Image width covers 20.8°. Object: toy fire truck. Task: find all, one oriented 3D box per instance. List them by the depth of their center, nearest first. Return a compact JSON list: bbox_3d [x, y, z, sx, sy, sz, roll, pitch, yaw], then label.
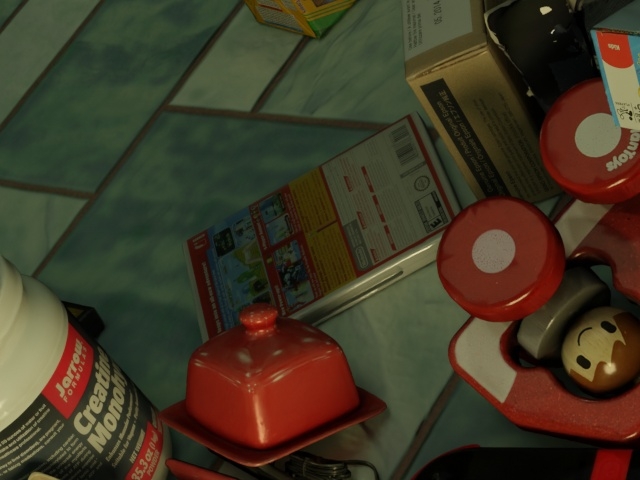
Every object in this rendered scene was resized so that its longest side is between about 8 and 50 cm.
[{"bbox_3d":[0.256,0.035,1.389,0.302,0.169,0.254,-50,57,0],"label":"toy fire truck"}]

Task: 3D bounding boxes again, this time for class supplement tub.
[{"bbox_3d":[-0.277,0.151,1.587,0.191,0.272,0.191,-21,40,19],"label":"supplement tub"}]

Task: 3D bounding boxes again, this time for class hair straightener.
[{"bbox_3d":[-0.033,0.196,1.534,0.230,0.047,0.089,9,56,43],"label":"hair straightener"}]

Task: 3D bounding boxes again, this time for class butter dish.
[{"bbox_3d":[-0.048,0.112,1.544,0.160,0.118,0.160,-19,23,-33],"label":"butter dish"}]

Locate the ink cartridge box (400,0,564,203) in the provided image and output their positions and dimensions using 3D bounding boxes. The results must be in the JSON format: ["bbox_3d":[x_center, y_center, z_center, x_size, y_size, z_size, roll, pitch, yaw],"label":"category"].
[{"bbox_3d":[0.152,-0.172,1.664,0.088,0.193,0.234,-21,39,19],"label":"ink cartridge box"}]

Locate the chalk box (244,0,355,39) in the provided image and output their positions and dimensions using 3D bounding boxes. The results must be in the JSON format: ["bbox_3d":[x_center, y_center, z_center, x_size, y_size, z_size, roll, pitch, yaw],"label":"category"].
[{"bbox_3d":[-0.001,-0.361,2.042,0.213,0.132,0.132,-47,37,-15],"label":"chalk box"}]

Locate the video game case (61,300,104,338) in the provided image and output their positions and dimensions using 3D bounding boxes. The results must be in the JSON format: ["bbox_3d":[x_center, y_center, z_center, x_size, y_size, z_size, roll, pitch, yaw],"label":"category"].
[{"bbox_3d":[-0.398,0.153,1.847,0.248,0.035,0.275,9,46,44],"label":"video game case"}]

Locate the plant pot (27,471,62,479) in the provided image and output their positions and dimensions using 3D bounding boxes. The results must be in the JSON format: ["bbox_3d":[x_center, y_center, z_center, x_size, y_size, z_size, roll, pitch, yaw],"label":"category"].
[{"bbox_3d":[-0.216,0.279,1.498,0.109,0.096,0.109,19,60,5],"label":"plant pot"}]

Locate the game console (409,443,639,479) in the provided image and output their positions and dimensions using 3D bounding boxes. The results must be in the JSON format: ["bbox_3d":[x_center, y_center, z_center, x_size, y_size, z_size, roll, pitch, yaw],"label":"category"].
[{"bbox_3d":[0.172,0.314,1.251,0.342,0.060,0.386,-2,49,30],"label":"game console"}]

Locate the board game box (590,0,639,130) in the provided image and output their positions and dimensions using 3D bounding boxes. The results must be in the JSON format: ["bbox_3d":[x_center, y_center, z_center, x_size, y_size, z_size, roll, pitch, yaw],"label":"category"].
[{"bbox_3d":[0.412,-0.167,1.265,0.308,0.086,0.302,-32,28,-27],"label":"board game box"}]

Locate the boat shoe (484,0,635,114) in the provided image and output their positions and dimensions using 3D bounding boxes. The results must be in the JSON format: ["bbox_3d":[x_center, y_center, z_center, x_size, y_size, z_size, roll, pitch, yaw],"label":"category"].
[{"bbox_3d":[0.262,-0.171,1.625,0.127,0.158,0.340,-26,1,31],"label":"boat shoe"}]

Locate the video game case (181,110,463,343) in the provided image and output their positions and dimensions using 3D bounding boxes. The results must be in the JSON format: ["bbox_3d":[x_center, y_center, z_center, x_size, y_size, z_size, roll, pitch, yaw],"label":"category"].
[{"bbox_3d":[0.000,0.000,1.738,0.285,0.025,0.204,-29,38,9],"label":"video game case"}]
